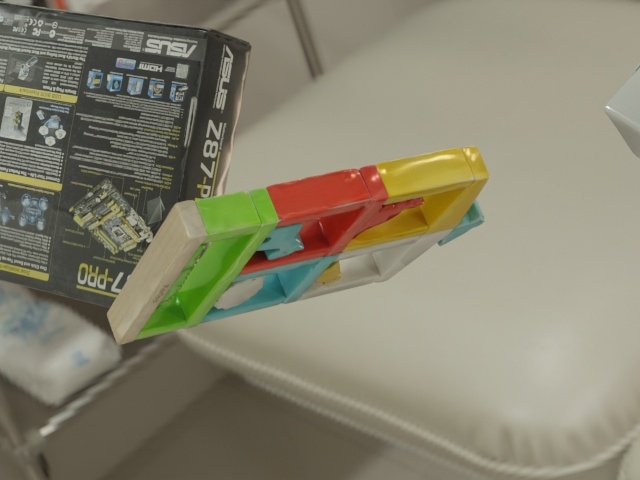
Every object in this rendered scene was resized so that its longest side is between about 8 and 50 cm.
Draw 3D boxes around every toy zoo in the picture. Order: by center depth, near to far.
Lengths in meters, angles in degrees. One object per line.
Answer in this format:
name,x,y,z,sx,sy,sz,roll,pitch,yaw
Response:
toy zoo,0.000,0.000,1.192,0.293,0.192,0.030,-13,70,-28

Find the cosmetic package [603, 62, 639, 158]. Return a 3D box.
cosmetic package,0.359,-0.082,1.304,0.117,0.085,0.231,-46,45,-1

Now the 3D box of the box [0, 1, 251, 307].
box,-0.284,-0.099,1.787,0.394,0.318,0.097,11,0,31
